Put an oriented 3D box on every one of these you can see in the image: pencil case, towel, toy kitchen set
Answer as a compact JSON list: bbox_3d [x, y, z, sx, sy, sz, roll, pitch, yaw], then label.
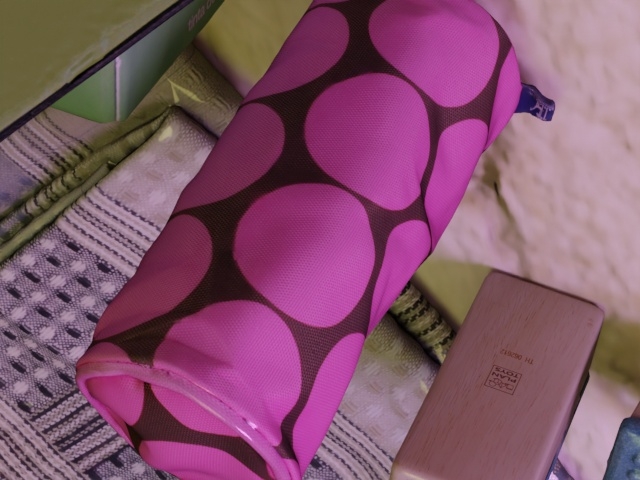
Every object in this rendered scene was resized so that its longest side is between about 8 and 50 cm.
[{"bbox_3d":[0.000,0.000,0.593,0.095,0.209,0.098,22,144,18],"label":"pencil case"},{"bbox_3d":[-0.073,0.083,0.809,0.312,0.056,0.324,-30,108,41],"label":"towel"},{"bbox_3d":[0.135,0.140,0.696,0.207,0.122,0.166,19,133,14],"label":"toy kitchen set"}]

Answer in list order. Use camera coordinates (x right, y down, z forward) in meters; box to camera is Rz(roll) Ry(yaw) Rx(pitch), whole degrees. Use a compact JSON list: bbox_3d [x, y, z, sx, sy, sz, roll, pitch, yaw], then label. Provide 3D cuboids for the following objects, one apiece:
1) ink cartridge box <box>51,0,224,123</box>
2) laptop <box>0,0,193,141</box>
[{"bbox_3d":[-0.131,-0.203,0.560,0.201,0.117,0.278,19,133,14],"label":"ink cartridge box"},{"bbox_3d":[-0.251,-0.173,0.559,0.382,0.236,0.408,52,163,-14],"label":"laptop"}]
